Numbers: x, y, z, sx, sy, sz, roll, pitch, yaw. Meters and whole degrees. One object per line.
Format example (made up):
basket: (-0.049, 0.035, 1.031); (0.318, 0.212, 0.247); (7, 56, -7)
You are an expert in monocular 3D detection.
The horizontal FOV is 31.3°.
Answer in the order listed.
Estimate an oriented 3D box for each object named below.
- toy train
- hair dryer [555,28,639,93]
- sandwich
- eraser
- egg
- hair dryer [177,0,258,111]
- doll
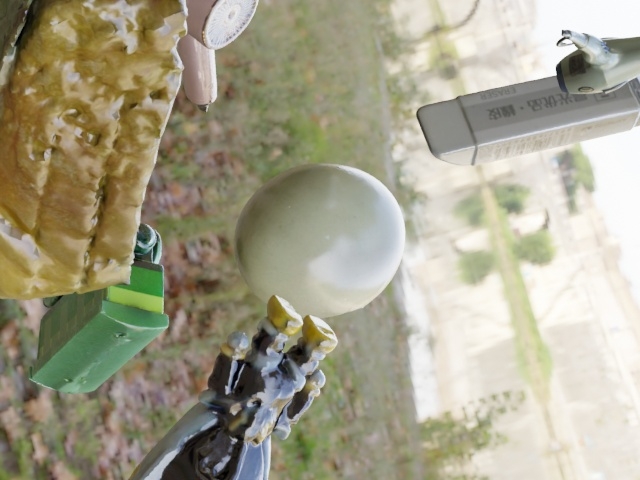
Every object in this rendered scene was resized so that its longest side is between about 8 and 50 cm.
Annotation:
toy train: (-0.330, 0.094, 1.712); (0.120, 0.301, 0.202); (16, 54, -31)
hair dryer: (0.353, -0.228, 1.311); (0.199, 0.167, 0.068); (38, 40, -75)
sandwich: (-0.136, -0.118, 0.595); (0.226, 0.087, 0.251); (112, -26, -46)
eraser: (0.304, -0.171, 1.545); (0.061, 0.351, 0.089); (90, -15, -61)
egg: (0.000, 0.000, 1.593); (0.269, 0.219, 0.219); (-4, 74, -44)
hair dryer: (-0.184, -0.280, 1.555); (0.189, 0.107, 0.344); (39, -23, 16)
doll: (-0.100, 0.205, 1.124); (0.103, 0.316, 0.145); (34, 3, 33)
